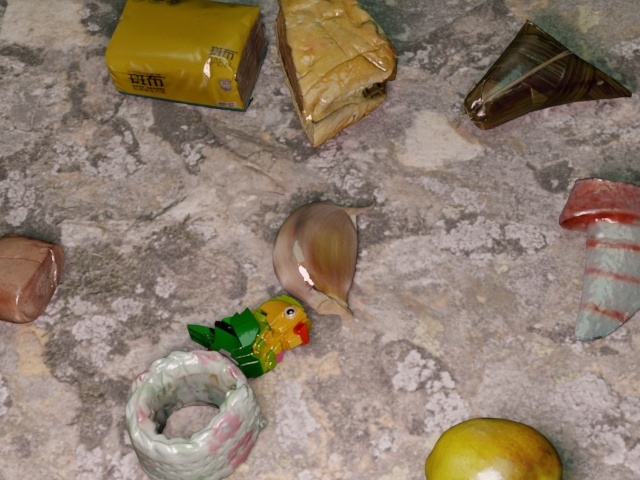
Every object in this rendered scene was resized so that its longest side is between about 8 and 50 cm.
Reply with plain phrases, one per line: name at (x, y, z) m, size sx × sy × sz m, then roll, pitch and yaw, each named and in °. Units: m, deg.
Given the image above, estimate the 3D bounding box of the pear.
pear at (0.253, 0.349, 1.770) m, size 0.200 × 0.200 × 0.200 m, roll -3°, pitch 56°, yaw 4°

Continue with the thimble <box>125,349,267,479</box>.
thimble at (-0.192, 0.277, 1.885) m, size 0.211 × 0.149 × 0.185 m, roll -13°, pitch 53°, yaw -4°

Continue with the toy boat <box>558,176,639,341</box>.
toy boat at (0.491, 0.043, 2.028) m, size 0.206 × 0.096 × 0.282 m, roll 14°, pitch 66°, yaw -3°

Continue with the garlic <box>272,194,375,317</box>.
garlic at (-0.001, -0.005, 2.096) m, size 0.128 × 0.148 × 0.266 m, roll -10°, pitch 50°, yaw 44°

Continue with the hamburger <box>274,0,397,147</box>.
hamburger at (0.039, -0.325, 2.266) m, size 0.209 × 0.162 × 0.330 m, roll -10°, pitch 53°, yaw -5°

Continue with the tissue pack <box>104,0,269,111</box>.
tissue pack at (-0.255, -0.368, 2.337) m, size 0.271 × 0.134 × 0.192 m, roll 8°, pitch 58°, yaw 11°

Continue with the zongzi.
zongzi at (0.407, -0.255, 2.222) m, size 0.241 × 0.111 × 0.247 m, roll 35°, pitch 70°, yaw 18°

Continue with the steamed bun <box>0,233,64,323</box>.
steamed bun at (-0.529, 0.067, 2.090) m, size 0.145 × 0.106 × 0.175 m, roll 9°, pitch 43°, yaw 17°

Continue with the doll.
doll at (-0.107, 0.157, 1.983) m, size 0.186 × 0.106 × 0.134 m, roll -24°, pitch 45°, yaw -11°
